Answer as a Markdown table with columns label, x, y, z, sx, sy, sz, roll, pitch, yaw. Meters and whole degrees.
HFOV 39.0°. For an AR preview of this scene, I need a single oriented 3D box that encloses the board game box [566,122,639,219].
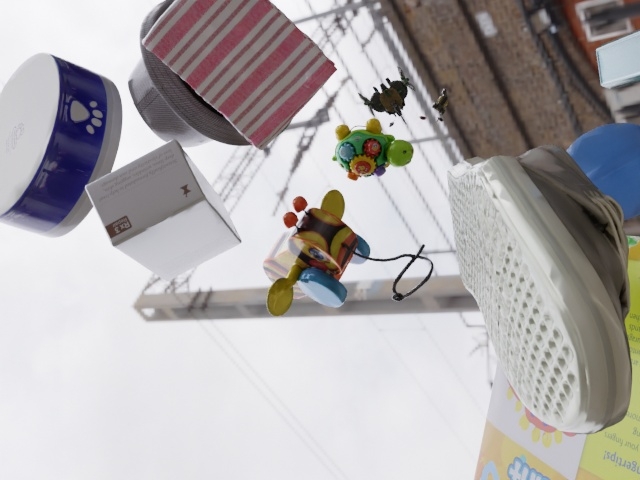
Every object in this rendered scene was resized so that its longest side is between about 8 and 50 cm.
| label | x | y | z | sx | sy | sz | roll | pitch | yaw |
| --- | --- | --- | --- | --- | --- | --- | --- | --- | --- |
| board game box | 0.450 | -0.099 | 1.372 | 0.033 | 0.133 | 0.169 | 43 | -159 | -53 |

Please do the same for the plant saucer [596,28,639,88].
| label | x | y | z | sx | sy | sz | roll | pitch | yaw |
| --- | --- | --- | --- | --- | --- | --- | --- | --- | --- |
| plant saucer | 0.417 | -0.248 | 1.232 | 0.192 | 0.018 | 0.067 | -128 | 29 | -85 |

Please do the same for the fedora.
| label | x | y | z | sx | sy | sz | roll | pitch | yaw |
| --- | --- | --- | --- | --- | --- | --- | --- | --- | --- |
| fedora | -0.171 | -0.221 | 1.297 | 0.244 | 0.124 | 0.275 | 55 | -145 | -3 |

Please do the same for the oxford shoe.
| label | x | y | z | sx | sy | sz | roll | pitch | yaw |
| --- | --- | --- | --- | --- | --- | --- | --- | --- | --- |
| oxford shoe | 0.179 | 0.007 | 0.697 | 0.449 | 0.130 | 0.169 | -74 | -23 | -78 |

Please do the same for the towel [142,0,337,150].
| label | x | y | z | sx | sy | sz | roll | pitch | yaw |
| --- | --- | --- | --- | --- | --- | --- | --- | --- | --- |
| towel | -0.096 | -0.221 | 1.074 | 0.197 | 0.144 | 0.029 | 42 | -164 | -10 |

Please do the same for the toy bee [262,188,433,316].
| label | x | y | z | sx | sy | sz | roll | pitch | yaw |
| --- | --- | --- | --- | --- | --- | --- | --- | --- | --- |
| toy bee | 0.000 | 0.000 | 1.232 | 0.162 | 0.298 | 0.195 | 42 | -137 | -23 |

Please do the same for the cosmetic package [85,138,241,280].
| label | x | y | z | sx | sy | sz | roll | pitch | yaw |
| --- | --- | --- | --- | --- | --- | --- | --- | --- | --- |
| cosmetic package | -0.178 | -0.028 | 1.071 | 0.085 | 0.117 | 0.231 | 62 | 178 | 15 |

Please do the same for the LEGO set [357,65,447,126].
| label | x | y | z | sx | sy | sz | roll | pitch | yaw |
| --- | --- | --- | --- | --- | --- | --- | --- | --- | --- |
| LEGO set | 0.076 | -0.129 | 0.839 | 0.023 | 0.083 | 0.054 | -79 | 15 | -80 |

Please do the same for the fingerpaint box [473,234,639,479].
| label | x | y | z | sx | sy | sz | roll | pitch | yaw |
| --- | --- | --- | --- | --- | --- | --- | --- | --- | --- |
| fingerpaint box | 0.361 | 0.189 | 0.915 | 0.163 | 0.445 | 0.371 | 10 | -88 | -22 |

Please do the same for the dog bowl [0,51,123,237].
| label | x | y | z | sx | sy | sz | roll | pitch | yaw |
| --- | --- | --- | --- | --- | --- | --- | --- | --- | --- |
| dog bowl | -0.413 | -0.143 | 1.360 | 0.104 | 0.265 | 0.265 | 20 | -110 | -41 |

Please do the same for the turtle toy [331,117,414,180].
| label | x | y | z | sx | sy | sz | roll | pitch | yaw |
| --- | --- | --- | --- | --- | --- | --- | --- | --- | --- |
| turtle toy | 0.080 | -0.134 | 1.397 | 0.066 | 0.130 | 0.095 | -87 | -18 | -44 |
